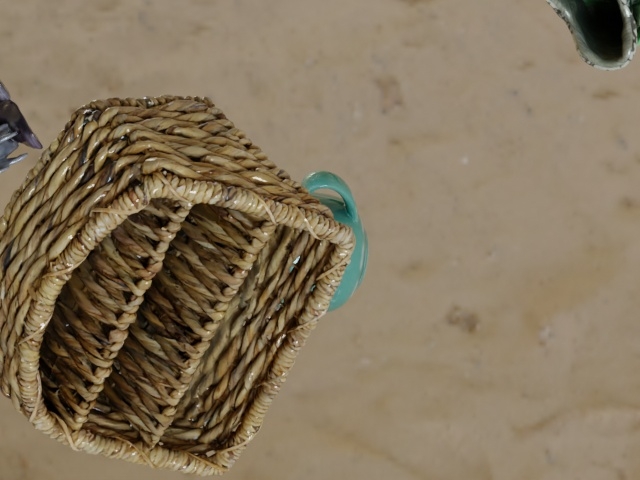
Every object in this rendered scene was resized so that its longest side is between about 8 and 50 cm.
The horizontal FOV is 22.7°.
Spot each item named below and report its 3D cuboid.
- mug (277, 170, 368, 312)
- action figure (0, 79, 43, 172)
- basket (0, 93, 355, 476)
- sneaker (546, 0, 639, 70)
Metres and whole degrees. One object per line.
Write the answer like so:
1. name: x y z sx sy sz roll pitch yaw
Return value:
1. mug: -0.002 0.009 1.696 0.097 0.158 0.129 8 73 -18
2. action figure: -0.365 -0.039 1.255 0.285 0.185 0.099 -34 47 -7
3. basket: -0.152 0.051 1.384 0.223 0.299 0.213 44 29 26
4. sneaker: 0.230 -0.213 1.316 0.158 0.410 0.182 -7 73 31
